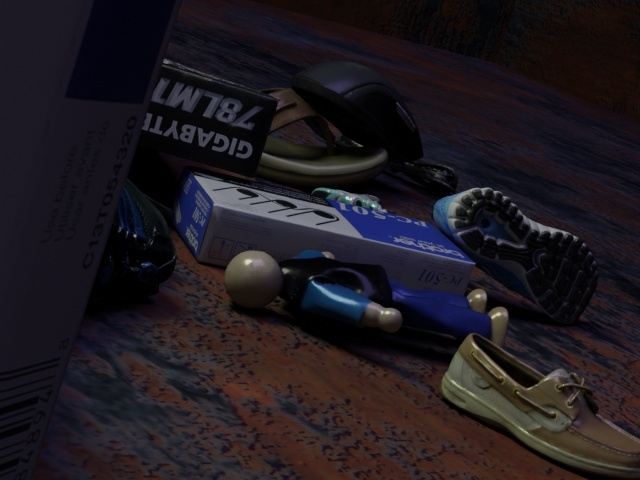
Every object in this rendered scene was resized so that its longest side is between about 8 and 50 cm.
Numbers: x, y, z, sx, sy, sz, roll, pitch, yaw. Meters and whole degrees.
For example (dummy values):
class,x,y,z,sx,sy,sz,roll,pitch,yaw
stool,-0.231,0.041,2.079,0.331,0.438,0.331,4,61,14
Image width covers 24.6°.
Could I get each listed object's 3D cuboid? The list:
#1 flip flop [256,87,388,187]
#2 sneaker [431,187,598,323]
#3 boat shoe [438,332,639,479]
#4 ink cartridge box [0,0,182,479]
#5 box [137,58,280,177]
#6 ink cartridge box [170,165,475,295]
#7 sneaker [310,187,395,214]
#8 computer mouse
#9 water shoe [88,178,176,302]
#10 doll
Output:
class,x,y,z,sx,sy,sz,roll,pitch,yaw
flip flop,-0.065,-0.113,1.397,0.277,0.080,0.112,16,13,-6
sneaker,0.154,0.007,1.163,0.162,0.063,0.073,38,-10,-24
boat shoe,0.132,0.095,0.853,0.135,0.045,0.050,24,14,26
ink cartridge box,-0.210,-0.072,0.461,0.330,0.324,0.071,21,11,17
box,-0.216,-0.138,1.157,0.293,0.073,0.295,14,6,-23
ink cartridge box,0.000,0.000,1.081,0.207,0.046,0.097,13,15,-22
sneaker,0.045,-0.021,1.247,0.069,0.038,0.098,3,19,-46
computer mouse,0.033,-0.137,1.510,0.184,0.060,0.262,26,-5,37
water shoe,-0.120,-0.001,0.865,0.080,0.073,0.203,23,14,-10
doll,0.028,0.038,0.958,0.189,0.046,0.129,13,12,-20
